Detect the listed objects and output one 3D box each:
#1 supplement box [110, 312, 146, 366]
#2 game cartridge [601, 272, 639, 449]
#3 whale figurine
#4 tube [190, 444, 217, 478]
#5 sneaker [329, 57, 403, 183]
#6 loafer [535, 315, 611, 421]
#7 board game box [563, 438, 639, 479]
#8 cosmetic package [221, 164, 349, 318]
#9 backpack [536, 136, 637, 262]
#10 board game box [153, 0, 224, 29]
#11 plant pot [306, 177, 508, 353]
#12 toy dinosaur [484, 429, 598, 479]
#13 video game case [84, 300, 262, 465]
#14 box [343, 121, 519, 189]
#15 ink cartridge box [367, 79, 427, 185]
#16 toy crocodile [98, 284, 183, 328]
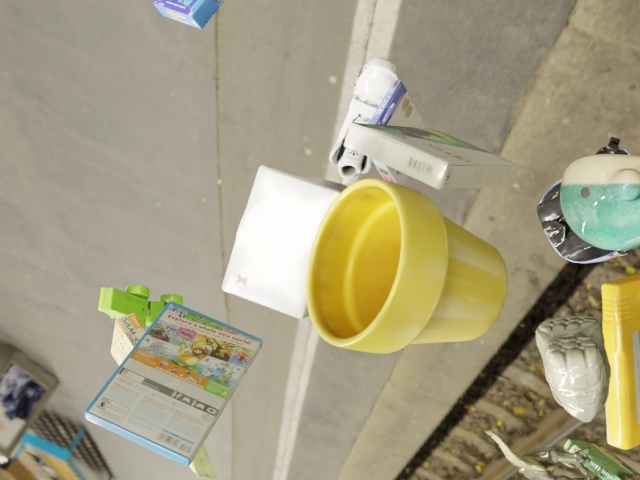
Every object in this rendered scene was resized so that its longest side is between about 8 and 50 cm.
[{"bbox_3d":[-0.318,0.177,1.235,0.062,0.036,0.098,49,139,26],"label":"supplement box"},{"bbox_3d":[0.671,0.220,1.467,0.053,0.286,0.323,9,107,57],"label":"game cartridge"},{"bbox_3d":[0.490,-0.049,1.090,0.272,0.141,0.216,9,-178,43],"label":"whale figurine"},{"bbox_3d":[-0.270,0.346,1.392,0.240,0.070,0.062,53,131,23],"label":"tube"},{"bbox_3d":[0.126,-0.320,2.059,0.138,0.210,0.365,19,146,-1],"label":"sneaker"},{"bbox_3d":[0.409,0.196,1.195,0.112,0.319,0.111,-9,95,20],"label":"loafer"},{"bbox_3d":[0.633,0.496,1.500,0.136,0.030,0.260,17,-167,-36],"label":"board game box"},{"bbox_3d":[0.000,0.000,1.431,0.162,0.229,0.453,20,-173,17],"label":"cosmetic package"},{"bbox_3d":[0.684,-0.070,1.822,0.264,0.276,0.213,-27,161,19],"label":"backpack"},{"bbox_3d":[-0.273,-0.604,1.731,0.160,0.210,0.047,29,168,38],"label":"board game box"},{"bbox_3d":[0.142,0.056,1.122,0.239,0.253,0.254,16,157,-29],"label":"plant pot"},{"bbox_3d":[0.328,0.322,1.055,0.118,0.064,0.268,3,157,32],"label":"toy dinosaur"},{"bbox_3d":[-0.150,0.144,0.781,0.119,0.166,0.015,21,135,10],"label":"video game case"},{"bbox_3d":[0.233,-0.172,1.499,0.232,0.322,0.058,30,110,32],"label":"box"},{"bbox_3d":[0.202,-0.290,2.031,0.065,0.185,0.311,27,170,29],"label":"ink cartridge box"},{"bbox_3d":[-0.474,0.199,2.021,0.105,0.115,0.341,-13,159,31],"label":"toy crocodile"}]
